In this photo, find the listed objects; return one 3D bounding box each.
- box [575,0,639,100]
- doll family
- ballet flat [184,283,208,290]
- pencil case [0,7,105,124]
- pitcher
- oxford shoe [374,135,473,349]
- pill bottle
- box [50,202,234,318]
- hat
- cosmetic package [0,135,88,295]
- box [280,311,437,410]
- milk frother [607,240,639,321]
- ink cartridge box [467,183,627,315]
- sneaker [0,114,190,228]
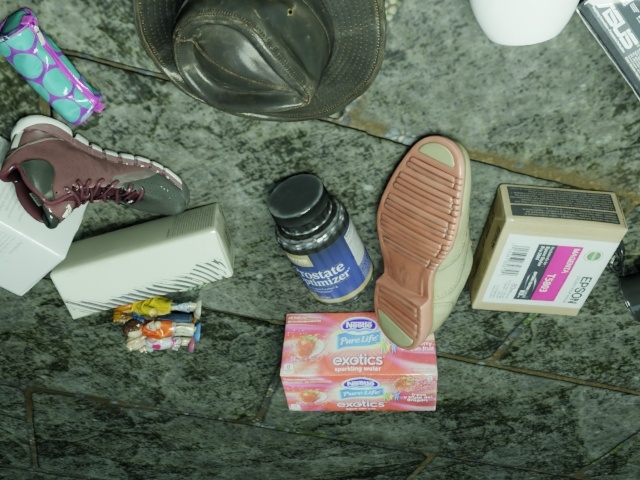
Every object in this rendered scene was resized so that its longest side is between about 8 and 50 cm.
[{"bbox_3d":[0.533,-0.225,0.740,0.318,0.097,0.395,-32,112,35],"label":"box"},{"bbox_3d":[-0.322,0.148,1.272,0.163,0.118,0.263,6,161,-13],"label":"doll family"},{"bbox_3d":[-0.290,0.058,1.190,0.188,0.070,0.070,33,130,-29],"label":"ballet flat"},{"bbox_3d":[-0.363,-0.230,0.876,0.070,0.064,0.151,-3,141,31],"label":"pencil case"},{"bbox_3d":[0.245,-0.330,0.699,0.178,0.125,0.207,-11,125,1],"label":"pitcher"},{"bbox_3d":[0.184,-0.004,1.074,0.146,0.140,0.397,-26,139,-35],"label":"oxford shoe"},{"bbox_3d":[0.000,0.000,1.065,0.123,0.123,0.219,-13,135,17],"label":"pill bottle"},{"bbox_3d":[-0.286,0.032,1.073,0.275,0.113,0.094,-15,117,3],"label":"box"},{"bbox_3d":[-0.078,-0.237,0.802,0.331,0.134,0.331,2,137,1],"label":"hat"},{"bbox_3d":[-0.497,-0.039,1.030,0.151,0.151,0.184,-31,126,32],"label":"cosmetic package"},{"bbox_3d":[0.080,0.241,1.306,0.300,0.154,0.142,-1,137,7],"label":"box"},{"bbox_3d":[0.560,0.046,1.078,0.135,0.129,0.143,-26,137,33],"label":"milk frother"},{"bbox_3d":[0.369,0.022,1.094,0.193,0.088,0.234,5,137,0],"label":"ink cartridge box"},{"bbox_3d":[-0.344,-0.065,0.983,0.281,0.162,0.106,22,134,-19],"label":"sneaker"}]
